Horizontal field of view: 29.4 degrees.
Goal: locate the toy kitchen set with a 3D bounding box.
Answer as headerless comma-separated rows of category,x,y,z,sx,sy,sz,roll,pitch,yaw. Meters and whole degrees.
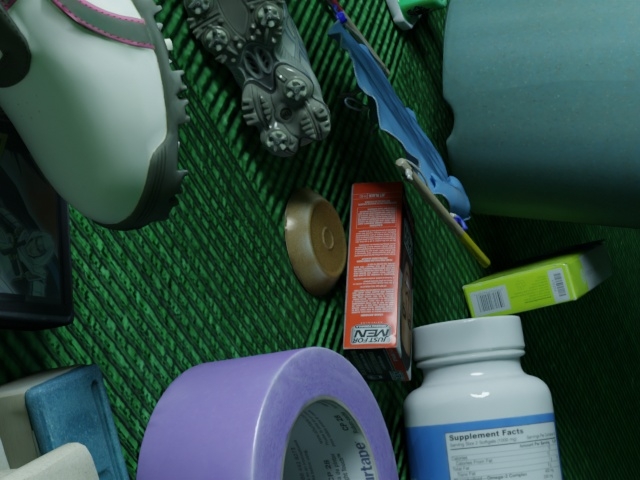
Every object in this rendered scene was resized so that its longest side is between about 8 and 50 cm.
toy kitchen set,-0.104,0.128,0.500,0.207,0.166,0.122,-22,100,-62

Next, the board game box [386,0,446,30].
board game box,0.087,-0.457,1.222,0.390,0.050,0.390,67,29,-22

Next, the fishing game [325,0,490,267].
fishing game,0.056,-0.089,0.964,0.189,0.041,0.264,44,17,-46

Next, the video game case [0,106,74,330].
video game case,-0.206,-0.103,0.536,0.248,0.035,0.275,13,68,-61

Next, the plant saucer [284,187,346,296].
plant saucer,0.000,0.000,0.918,0.083,0.015,0.083,32,53,-56

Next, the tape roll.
tape roll,-0.025,0.162,0.739,0.189,0.080,0.189,34,50,-54

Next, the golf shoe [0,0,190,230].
golf shoe,-0.153,-0.117,0.525,0.120,0.105,0.273,-36,108,-42

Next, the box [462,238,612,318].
box,0.225,0.039,1.235,0.178,0.109,0.042,-15,90,-63

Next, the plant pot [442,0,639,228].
plant pot,0.306,-0.151,1.172,0.341,0.334,0.341,2,90,-70

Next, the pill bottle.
pill bottle,0.132,0.176,0.989,0.124,0.124,0.221,11,70,-61

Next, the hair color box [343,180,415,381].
hair color box,0.047,0.032,0.950,0.072,0.043,0.141,64,27,-60

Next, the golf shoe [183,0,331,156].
golf shoe,-0.047,-0.147,0.852,0.086,0.069,0.176,-91,162,-65
